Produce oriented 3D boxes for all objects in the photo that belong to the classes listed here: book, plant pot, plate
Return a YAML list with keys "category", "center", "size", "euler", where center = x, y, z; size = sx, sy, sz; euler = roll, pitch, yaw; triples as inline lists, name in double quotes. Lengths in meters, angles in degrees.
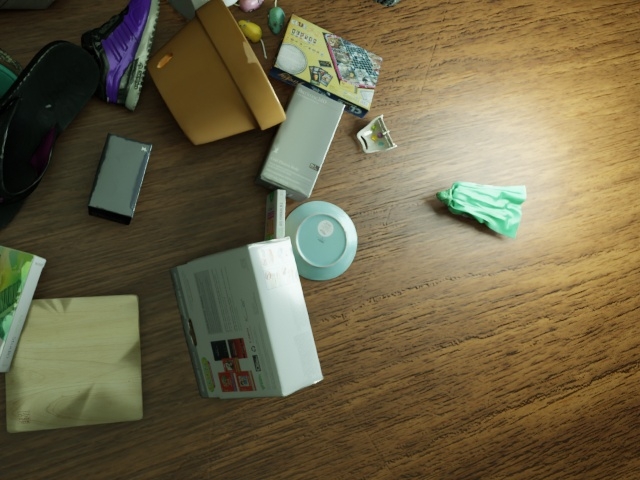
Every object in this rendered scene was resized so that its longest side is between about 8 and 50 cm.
- category: "book"
  center: [-0.099, -0.036, 1.642]
  size: [0.035, 0.096, 0.144]
  euler: [3, 85, -16]
- category: "plant pot"
  center: [-0.229, -0.334, 1.546]
  size: [0.203, 0.291, 0.290]
  euler: [-30, 95, -1]
- category: "plate"
  center: [0.000, 0.000, 1.709]
  size: [0.188, 0.024, 0.188]
  euler: [1, 86, -16]

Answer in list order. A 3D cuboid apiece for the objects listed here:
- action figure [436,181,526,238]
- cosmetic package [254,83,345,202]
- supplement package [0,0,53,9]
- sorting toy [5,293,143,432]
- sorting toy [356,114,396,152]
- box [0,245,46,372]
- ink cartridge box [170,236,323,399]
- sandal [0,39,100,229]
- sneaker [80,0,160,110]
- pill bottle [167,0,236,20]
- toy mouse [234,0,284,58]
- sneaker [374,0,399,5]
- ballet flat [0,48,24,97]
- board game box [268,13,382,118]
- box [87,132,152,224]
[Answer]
- category: "action figure"
  center: [0.391, -0.092, 1.816]
  size: [0.232, 0.063, 0.137]
  euler: [12, 84, -20]
- category: "cosmetic package"
  center: [-0.048, -0.220, 1.670]
  size: [0.127, 0.107, 0.238]
  euler: [21, 83, -11]
- category: "supplement package"
  center: [-0.650, -0.546, 1.445]
  size: [0.244, 0.134, 0.139]
  euler: [-17, 90, -44]
- category: "sorting toy"
  center: [-0.502, 0.245, 1.500]
  size: [0.257, 0.089, 0.255]
  euler: [-2, 86, -17]
- category: "sorting toy"
  center: [0.129, -0.247, 1.761]
  size: [0.075, 0.045, 0.083]
  euler: [-25, 94, -10]
- category: "box"
  center: [-0.721, 0.101, 1.408]
  size: [0.322, 0.058, 0.232]
  euler: [14, 81, 3]
- category: "ink cartridge box"
  center: [-0.164, 0.171, 1.565]
  size: [0.130, 0.272, 0.309]
  euler: [-13, 90, -48]
- category: "sandal"
  center: [-0.591, -0.194, 1.439]
  size: [0.167, 0.107, 0.445]
  euler: [32, 90, -45]
- category: "sneaker"
  center: [-0.433, -0.436, 1.567]
  size: [0.146, 0.102, 0.293]
  euler: [13, 82, -15]
- category: "pill bottle"
  center: [-0.198, -0.640, 1.612]
  size: [0.334, 0.188, 0.188]
  euler: [-44, 99, -15]
- category: "toy mouse"
  center: [-0.134, -0.532, 1.704]
  size: [0.161, 0.031, 0.143]
  euler: [44, 75, -9]
- category: "sneaker"
  center: [0.119, -0.704, 1.761]
  size: [0.124, 0.107, 0.283]
  euler: [-45, 99, -21]
- category: "ballet flat"
  center: [-0.826, -0.390, 1.430]
  size: [0.483, 0.164, 0.182]
  euler: [0, 60, -16]
- category: "board game box"
  center: [0.016, -0.407, 1.712]
  size: [0.243, 0.042, 0.165]
  euler: [23, 63, -14]
- category: "box"
  center: [-0.417, -0.124, 1.519]
  size: [0.093, 0.158, 0.156]
  euler: [16, 81, -15]
